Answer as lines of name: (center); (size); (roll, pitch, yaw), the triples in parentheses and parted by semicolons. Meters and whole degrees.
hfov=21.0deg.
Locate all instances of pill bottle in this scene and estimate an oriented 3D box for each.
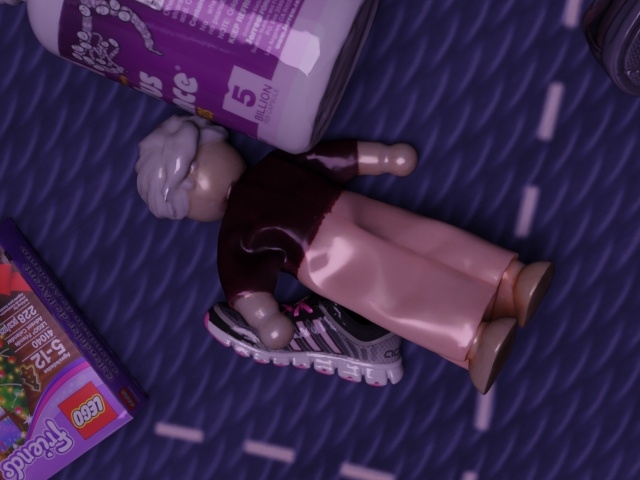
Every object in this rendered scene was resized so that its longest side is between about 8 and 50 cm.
pill bottle: (-0.117, -0.194, 1.315); (0.302, 0.169, 0.169); (23, 107, 5)

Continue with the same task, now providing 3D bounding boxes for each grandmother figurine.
grandmother figurine: (0.000, 0.000, 1.359); (0.342, 0.208, 0.104); (27, 142, 15)

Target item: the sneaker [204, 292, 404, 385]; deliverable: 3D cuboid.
sneaker: (-0.009, 0.065, 1.416); (0.170, 0.063, 0.074); (13, 106, 2)

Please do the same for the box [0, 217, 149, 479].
box: (-0.323, 0.145, 1.495); (0.293, 0.057, 0.201); (-36, 95, 16)

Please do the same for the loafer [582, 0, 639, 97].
loafer: (0.299, -0.246, 1.267); (0.109, 0.095, 0.302); (29, 107, -33)
